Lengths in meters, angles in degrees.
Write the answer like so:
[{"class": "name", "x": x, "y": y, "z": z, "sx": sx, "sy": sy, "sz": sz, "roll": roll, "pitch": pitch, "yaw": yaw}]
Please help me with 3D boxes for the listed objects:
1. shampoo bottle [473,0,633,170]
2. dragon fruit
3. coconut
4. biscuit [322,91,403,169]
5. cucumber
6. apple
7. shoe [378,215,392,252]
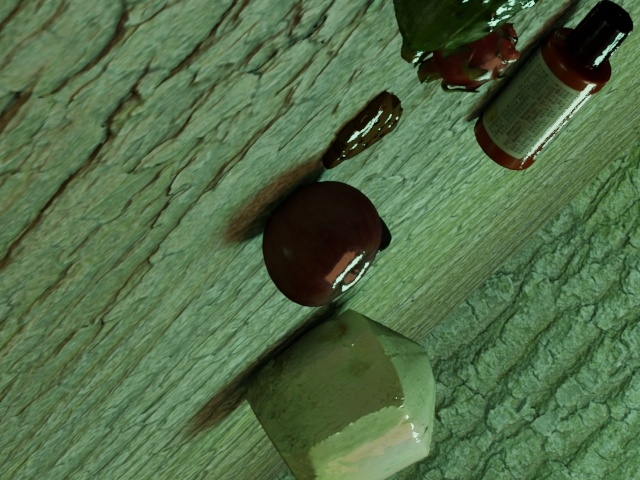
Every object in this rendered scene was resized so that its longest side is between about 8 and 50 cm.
[{"class": "shampoo bottle", "x": 0.327, "y": -0.219, "z": 2.088, "sx": 0.104, "sy": 0.104, "sz": 0.278, "roll": -29, "pitch": 164, "yaw": -47}, {"class": "dragon fruit", "x": 0.158, "y": -0.204, "z": 1.651, "sx": 0.116, "sy": 0.086, "sz": 0.081, "roll": -7, "pitch": 154, "yaw": 42}, {"class": "coconut", "x": 0.053, "y": 0.277, "z": 2.610, "sx": 0.309, "sy": 0.297, "sz": 0.297, "roll": -33, "pitch": 168, "yaw": -6}, {"class": "biscuit", "x": 0.059, "y": -0.129, "z": 1.749, "sx": 0.119, "sy": 0.019, "sz": 0.130, "roll": -47, "pitch": 168, "yaw": 28}, {"class": "cucumber", "x": 0.134, "y": -0.238, "z": 1.334, "sx": 0.134, "sy": 0.134, "sz": 0.244, "roll": -31, "pitch": 168, "yaw": -43}, {"class": "apple", "x": 0.000, "y": 0.000, "z": 1.790, "sx": 0.153, "sy": 0.120, "sz": 0.153, "roll": -43, "pitch": 165, "yaw": -14}, {"class": "shoe", "x": 0.017, "y": 0.009, "z": 2.031, "sx": 0.077, "sy": 0.074, "sz": 0.194, "roll": -35, "pitch": 173, "yaw": 39}]
